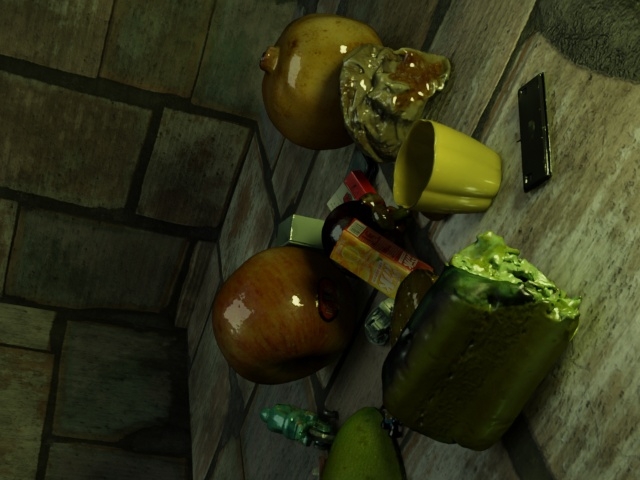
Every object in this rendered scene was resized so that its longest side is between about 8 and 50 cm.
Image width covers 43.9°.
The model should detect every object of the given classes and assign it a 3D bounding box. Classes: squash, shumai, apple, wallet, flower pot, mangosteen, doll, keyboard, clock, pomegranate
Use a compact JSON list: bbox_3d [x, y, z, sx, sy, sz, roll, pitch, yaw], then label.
[{"bbox_3d":[0.111,0.547,1.866,0.234,0.210,0.309,-67,-7,33],"label":"squash"},{"bbox_3d":[0.214,-0.351,1.994,0.262,0.267,0.314,1,109,41],"label":"shumai"},{"bbox_3d":[-0.099,0.197,2.169,0.400,0.400,0.334,-55,47,50],"label":"apple"},{"bbox_3d":[0.102,-0.165,2.355,0.167,0.036,0.222,-108,34,-55],"label":"wallet"},{"bbox_3d":[0.267,-0.138,1.639,0.195,0.179,0.195,-167,90,-73],"label":"flower pot"},{"bbox_3d":[0.126,-0.020,1.988,0.250,0.211,0.211,-34,38,21],"label":"mangosteen"},{"bbox_3d":[0.175,0.347,1.790,0.096,0.070,0.195,35,120,53],"label":"doll"},{"bbox_3d":[0.408,-0.207,1.513,0.093,0.025,0.230,140,138,-59],"label":"keyboard"},{"bbox_3d":[0.002,0.666,1.991,0.244,0.056,0.245,178,90,-90],"label":"clock"},{"bbox_3d":[0.004,-0.473,2.299,0.416,0.416,0.417,-168,90,-71],"label":"pomegranate"}]

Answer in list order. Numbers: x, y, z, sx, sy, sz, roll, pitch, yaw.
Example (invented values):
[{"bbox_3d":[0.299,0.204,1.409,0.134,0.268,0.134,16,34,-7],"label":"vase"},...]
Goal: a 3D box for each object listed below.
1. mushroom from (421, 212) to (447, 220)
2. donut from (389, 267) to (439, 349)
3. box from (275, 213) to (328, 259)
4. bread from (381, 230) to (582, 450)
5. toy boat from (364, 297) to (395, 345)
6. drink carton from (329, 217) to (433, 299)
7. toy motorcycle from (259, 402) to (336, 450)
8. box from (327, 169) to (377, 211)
[{"bbox_3d":[0.255,-0.090,1.818,0.129,0.072,0.088,-162,54,-73],"label":"mushroom"},{"bbox_3d":[0.239,0.198,1.653,0.272,0.107,0.272,-174,90,-72],"label":"donut"},{"bbox_3d":[0.000,0.000,2.257,0.129,0.225,0.086,150,130,-66],"label":"box"},{"bbox_3d":[0.264,0.182,1.376,0.208,0.251,0.377,-61,-5,-60],"label":"bread"},{"bbox_3d":[0.140,0.205,1.891,0.078,0.085,0.260,49,163,12],"label":"toy boat"},{"bbox_3d":[0.140,0.053,1.837,0.071,0.222,0.096,-45,-15,-52],"label":"drink carton"},{"bbox_3d":[-0.062,0.500,2.188,0.296,0.198,0.109,-179,105,-70],"label":"toy motorcycle"},{"bbox_3d":[0.090,-0.115,2.268,0.100,0.048,0.152,57,137,20],"label":"box"}]
